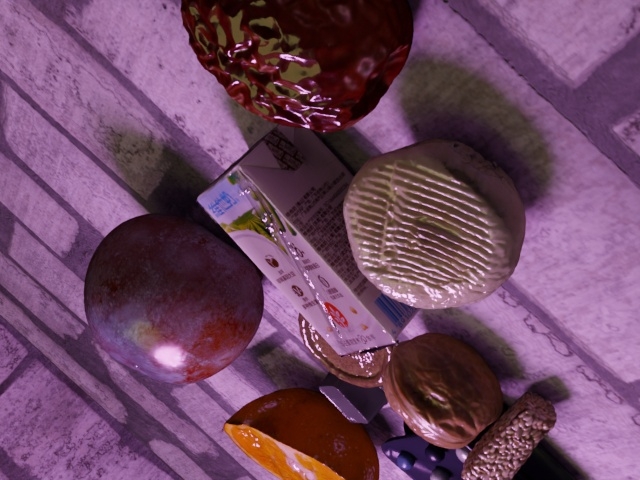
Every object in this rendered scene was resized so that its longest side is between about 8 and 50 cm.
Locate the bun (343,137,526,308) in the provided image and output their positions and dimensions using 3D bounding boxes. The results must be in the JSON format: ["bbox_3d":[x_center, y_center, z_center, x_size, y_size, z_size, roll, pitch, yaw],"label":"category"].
[{"bbox_3d":[0.142,-0.024,1.208,0.220,0.134,0.220,11,121,18],"label":"bun"}]

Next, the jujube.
[{"bbox_3d":[-0.030,-0.226,1.068,0.232,0.213,0.213,38,154,9],"label":"jujube"}]

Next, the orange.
[{"bbox_3d":[-0.037,0.416,2.003,0.310,0.274,0.274,-11,131,16],"label":"orange"}]

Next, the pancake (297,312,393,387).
[{"bbox_3d":[0.044,0.175,1.733,0.199,0.021,0.199,24,136,26],"label":"pancake"}]

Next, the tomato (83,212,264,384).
[{"bbox_3d":[-0.255,0.098,1.786,0.316,0.282,0.317,23,157,11],"label":"tomato"}]

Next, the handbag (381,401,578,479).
[{"bbox_3d":[0.267,0.395,1.713,0.269,0.118,0.325,43,156,-5],"label":"handbag"}]

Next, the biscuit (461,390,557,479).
[{"bbox_3d":[0.276,0.295,1.492,0.070,0.082,0.168,33,111,-3],"label":"biscuit"}]

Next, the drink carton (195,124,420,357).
[{"bbox_3d":[0.000,0.001,1.439,0.324,0.132,0.194,47,154,-8],"label":"drink carton"}]

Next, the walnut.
[{"bbox_3d":[0.176,0.218,1.520,0.184,0.155,0.155,44,155,14],"label":"walnut"}]

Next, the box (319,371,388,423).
[{"bbox_3d":[0.060,0.272,1.845,0.122,0.069,0.084,47,155,-13],"label":"box"}]
